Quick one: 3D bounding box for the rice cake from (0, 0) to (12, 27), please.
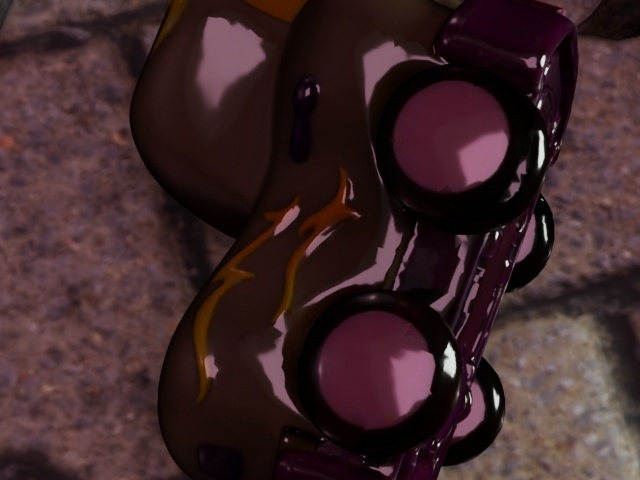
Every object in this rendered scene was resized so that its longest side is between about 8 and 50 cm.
[{"bbox_3d":[-0.265,-0.046,0.849,0.072,0.056,0.365,21,82,-2],"label":"rice cake"}]

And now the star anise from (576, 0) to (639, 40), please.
[{"bbox_3d":[0.264,-0.200,0.889,0.212,0.129,0.283,-33,80,-14],"label":"star anise"}]

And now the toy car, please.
[{"bbox_3d":[0.000,0.000,0.787,0.240,0.271,0.341,18,83,14],"label":"toy car"}]
